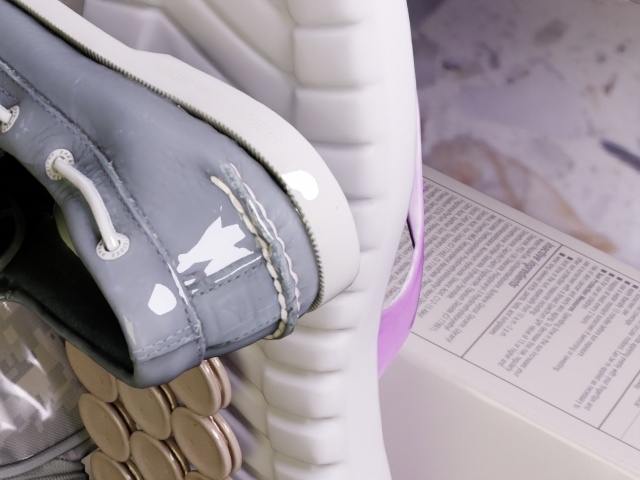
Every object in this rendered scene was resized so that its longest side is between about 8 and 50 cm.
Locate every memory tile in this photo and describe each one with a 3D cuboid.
[{"bbox_3d":[-0.071,0.083,0.848,0.113,0.012,0.148,29,139,38],"label":"memory tile"}]

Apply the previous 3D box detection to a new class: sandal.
[{"bbox_3d":[-0.011,-0.007,0.805,0.169,0.102,0.416,32,138,31],"label":"sandal"}]

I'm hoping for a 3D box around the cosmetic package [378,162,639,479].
[{"bbox_3d":[0.113,0.086,0.928,0.309,0.160,0.113,29,126,17],"label":"cosmetic package"}]

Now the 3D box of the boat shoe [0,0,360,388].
[{"bbox_3d":[-0.128,-0.031,0.744,0.319,0.099,0.116,24,142,40],"label":"boat shoe"}]

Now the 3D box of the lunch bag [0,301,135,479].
[{"bbox_3d":[-0.218,0.066,1.015,0.212,0.256,0.305,56,147,-1],"label":"lunch bag"}]

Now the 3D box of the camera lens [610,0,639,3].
[{"bbox_3d":[0.108,-0.202,0.735,0.274,0.219,0.219,11,120,26],"label":"camera lens"}]
